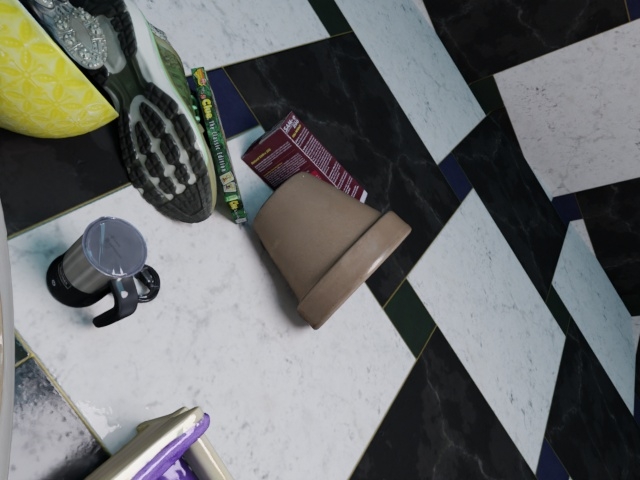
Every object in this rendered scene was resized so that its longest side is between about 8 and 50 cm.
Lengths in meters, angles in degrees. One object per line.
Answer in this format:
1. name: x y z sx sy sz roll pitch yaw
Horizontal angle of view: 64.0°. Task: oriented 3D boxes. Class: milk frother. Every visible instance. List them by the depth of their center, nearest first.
1. milk frother: -0.275 0.036 0.711 0.129 0.134 0.143 56 40 -8

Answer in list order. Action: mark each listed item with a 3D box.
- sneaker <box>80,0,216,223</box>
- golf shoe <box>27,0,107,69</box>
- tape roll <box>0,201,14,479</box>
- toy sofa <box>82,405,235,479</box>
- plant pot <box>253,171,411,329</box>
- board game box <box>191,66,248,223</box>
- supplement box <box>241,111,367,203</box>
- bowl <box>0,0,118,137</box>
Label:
1. sneaker: -0.255 -0.230 0.891 0.182 0.158 0.410 -19 87 -63
2. golf shoe: -0.404 -0.338 0.822 0.069 0.086 0.176 -35 89 -30
3. tape roll: -0.326 0.097 0.435 0.072 0.392 0.392 -2 68 -23
4. toy sofa: -0.244 0.346 0.538 0.362 0.177 0.150 -35 95 -51
5. plant pot: 0.000 0.000 0.969 0.229 0.263 0.263 42 40 6
6. board game box: -0.184 -0.170 0.940 0.030 0.136 0.260 -15 77 -8
7. supplement box: -0.031 -0.134 1.068 0.239 0.130 0.073 45 42 -20
8. bowl: -0.425 -0.233 0.663 0.156 0.289 0.289 -41 103 -7
